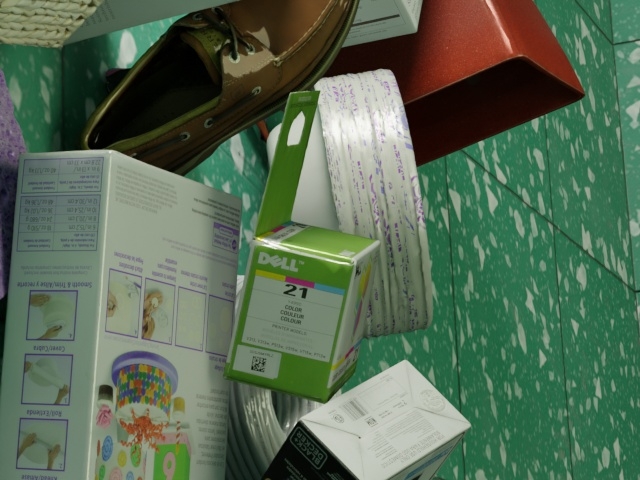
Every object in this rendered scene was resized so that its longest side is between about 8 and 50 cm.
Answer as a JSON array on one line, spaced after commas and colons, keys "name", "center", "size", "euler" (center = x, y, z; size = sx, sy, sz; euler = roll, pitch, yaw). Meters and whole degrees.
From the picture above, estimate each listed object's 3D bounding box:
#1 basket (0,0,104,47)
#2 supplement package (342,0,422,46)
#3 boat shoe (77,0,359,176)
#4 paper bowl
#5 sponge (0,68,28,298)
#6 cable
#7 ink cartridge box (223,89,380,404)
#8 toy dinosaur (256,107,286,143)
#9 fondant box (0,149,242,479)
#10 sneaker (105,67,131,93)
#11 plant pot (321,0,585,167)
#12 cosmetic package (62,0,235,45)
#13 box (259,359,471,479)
[{"name": "basket", "center": [-0.250, -0.228, 1.515], "size": [0.113, 0.103, 0.167], "euler": [48, 18, 13]}, {"name": "supplement package", "center": [0.007, -0.349, 2.072], "size": [0.145, 0.204, 0.262], "euler": [58, 32, -42]}, {"name": "boat shoe", "center": [-0.086, -0.157, 1.678], "size": [0.111, 0.307, 0.104], "euler": [44, -2, 19]}, {"name": "paper bowl", "center": [0.027, -0.034, 2.000], "size": [0.284, 0.148, 0.284], "euler": [170, -90, -89]}, {"name": "sponge", "center": [-0.278, -0.064, 1.517], "size": [0.117, 0.031, 0.210], "euler": [-47, 123, -62]}, {"name": "cable", "center": [-0.058, 0.158, 1.868], "size": [0.257, 0.089, 0.257], "euler": [-42, 119, -63]}, {"name": "ink cartridge box", "center": [0.000, 0.000, 1.679], "size": [0.189, 0.097, 0.255], "euler": [-30, 133, -80]}, {"name": "toy dinosaur", "center": [-0.075, -0.142, 2.039], "size": [0.090, 0.047, 0.082], "euler": [-15, 106, -34]}, {"name": "fondant box", "center": [-0.166, 0.106, 1.576], "size": [0.238, 0.096, 0.330], "euler": [20, 70, -64]}, {"name": "sneaker", "center": [-0.143, -0.123, 1.811], "size": [0.178, 0.072, 0.077], "euler": [8, 83, -61]}, {"name": "plant pot", "center": [0.132, -0.255, 2.288], "size": [0.267, 0.267, 0.235], "euler": [15, 57, -65]}, {"name": "cosmetic package", "center": [-0.159, -0.318, 1.646], "size": [0.138, 0.225, 0.224], "euler": [-71, 144, -54]}, {"name": "box", "center": [-0.003, 0.255, 1.686], "size": [0.087, 0.290, 0.169], "euler": [45, 36, 18]}]
